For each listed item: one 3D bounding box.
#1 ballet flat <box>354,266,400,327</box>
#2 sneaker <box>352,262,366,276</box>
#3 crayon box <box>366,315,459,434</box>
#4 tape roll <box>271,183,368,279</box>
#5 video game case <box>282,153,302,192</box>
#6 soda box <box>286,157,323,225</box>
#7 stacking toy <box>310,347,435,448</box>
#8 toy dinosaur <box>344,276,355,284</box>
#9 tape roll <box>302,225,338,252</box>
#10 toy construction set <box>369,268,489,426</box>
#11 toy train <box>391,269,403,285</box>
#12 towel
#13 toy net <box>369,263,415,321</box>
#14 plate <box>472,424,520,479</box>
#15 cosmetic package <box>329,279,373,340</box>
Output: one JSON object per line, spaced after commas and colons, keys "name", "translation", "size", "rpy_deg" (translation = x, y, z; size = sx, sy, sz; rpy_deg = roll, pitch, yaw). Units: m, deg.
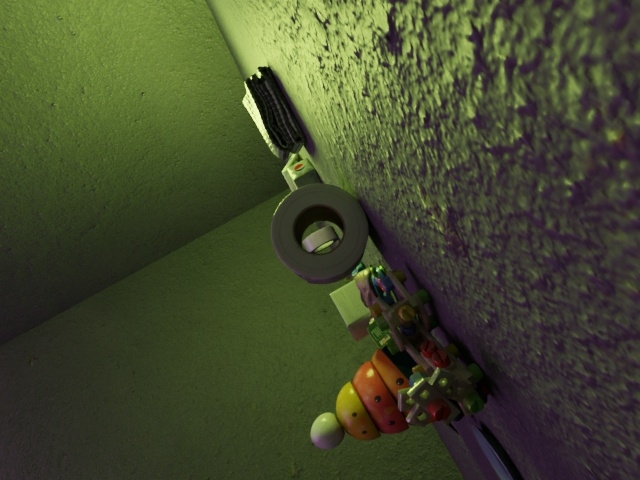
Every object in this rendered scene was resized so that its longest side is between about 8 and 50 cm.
{"name": "ballet flat", "translation": [0.198, 0.230, 1.304], "size": [0.106, 0.107, 0.316], "rpy_deg": [-13, 102, 45]}
{"name": "sneaker", "translation": [0.147, 0.103, 1.714], "size": [0.162, 0.063, 0.073], "rpy_deg": [-129, 14, -79]}
{"name": "crayon box", "translation": [0.276, 0.365, 1.134], "size": [0.318, 0.081, 0.202], "rpy_deg": [49, 179, -6]}
{"name": "tape roll", "translation": [0.002, -0.011, 1.070], "size": [0.246, 0.246, 0.169], "rpy_deg": [61, 178, 12]}
{"name": "video game case", "translation": [-0.089, -0.261, 1.824], "size": [0.227, 0.026, 0.206], "rpy_deg": [62, -154, -27]}
{"name": "soda box", "translation": [-0.036, -0.195, 1.663], "size": [0.091, 0.098, 0.286], "rpy_deg": [60, 178, 42]}
{"name": "stacking toy", "translation": [0.182, 0.601, 1.451], "size": [0.351, 0.479, 0.350], "rpy_deg": [56, 175, 7]}
{"name": "toy dinosaur", "translation": [0.199, 0.224, 1.808], "size": [0.313, 0.121, 0.160], "rpy_deg": [-114, 9, -52]}
{"name": "tape roll", "translation": [0.000, 0.000, 2.218], "size": [0.080, 0.189, 0.189], "rpy_deg": [60, 178, 10]}
{"name": "toy construction set", "translation": [0.201, 0.212, 0.756], "size": [0.328, 0.151, 0.215], "rpy_deg": [-97, -19, -65]}
{"name": "toy train", "translation": [0.199, 0.108, 1.013], "size": [0.024, 0.017, 0.083], "rpy_deg": [-97, -19, -65]}
{"name": "towel", "translation": [-0.167, -0.426, 1.395], "size": [0.284, 0.121, 0.235], "rpy_deg": [61, 177, -7]}
{"name": "toy net", "translation": [0.214, 0.168, 1.142], "size": [0.232, 0.045, 0.122], "rpy_deg": [59, 176, 23]}
{"name": "plate", "translation": [0.427, 0.526, 0.952], "size": [0.188, 0.024, 0.188], "rpy_deg": [60, 178, 4]}
{"name": "cosmetic package", "translation": [0.159, 0.237, 1.457], "size": [0.151, 0.183, 0.151], "rpy_deg": [60, 177, 38]}
